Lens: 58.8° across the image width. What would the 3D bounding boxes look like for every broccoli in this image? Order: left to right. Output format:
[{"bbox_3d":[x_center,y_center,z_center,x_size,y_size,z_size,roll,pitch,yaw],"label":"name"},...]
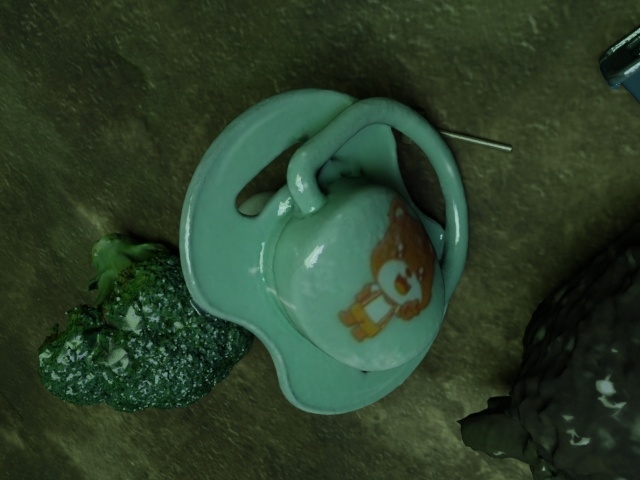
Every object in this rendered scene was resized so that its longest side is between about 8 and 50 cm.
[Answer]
[{"bbox_3d":[-0.228,0.096,0.729,0.269,0.269,0.254,30,117,11],"label":"broccoli"}]

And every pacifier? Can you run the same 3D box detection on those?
[{"bbox_3d":[0.000,0.000,0.589,0.269,0.288,0.343,26,153,53],"label":"pacifier"}]

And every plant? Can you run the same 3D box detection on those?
[{"bbox_3d":[0.272,0.146,0.498,0.215,0.213,0.312,33,123,6],"label":"plant"}]

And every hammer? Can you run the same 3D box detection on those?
[{"bbox_3d":[0.136,-0.104,0.568,0.110,0.019,0.035,18,119,16],"label":"hammer"}]

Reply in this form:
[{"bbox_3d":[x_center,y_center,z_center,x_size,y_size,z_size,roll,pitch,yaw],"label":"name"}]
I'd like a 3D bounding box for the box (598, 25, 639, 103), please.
[{"bbox_3d":[0.281,-0.148,0.447,0.054,0.074,0.099,45,125,-11],"label":"box"}]
